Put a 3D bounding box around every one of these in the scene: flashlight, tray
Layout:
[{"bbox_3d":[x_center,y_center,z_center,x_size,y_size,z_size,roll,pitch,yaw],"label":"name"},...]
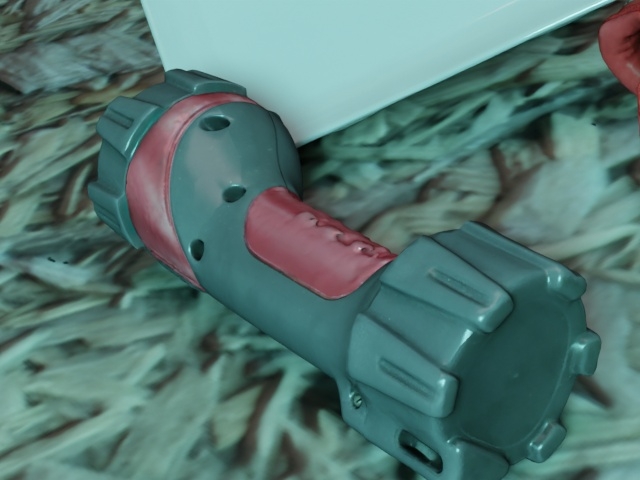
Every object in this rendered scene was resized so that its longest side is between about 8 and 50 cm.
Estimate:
[{"bbox_3d":[0.000,0.000,0.688,0.103,0.103,0.304,-27,29,-24],"label":"flashlight"},{"bbox_3d":[0.036,-0.144,0.833,0.270,0.145,0.030,-24,-15,16],"label":"tray"}]

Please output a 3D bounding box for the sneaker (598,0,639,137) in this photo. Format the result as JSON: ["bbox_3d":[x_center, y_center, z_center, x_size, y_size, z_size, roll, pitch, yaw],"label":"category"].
[{"bbox_3d":[0.210,-0.060,0.712,0.118,0.107,0.279,-35,25,5],"label":"sneaker"}]

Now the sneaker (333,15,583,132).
[{"bbox_3d":[0.025,-0.163,0.912,0.295,0.147,0.104,-25,31,-12],"label":"sneaker"}]
